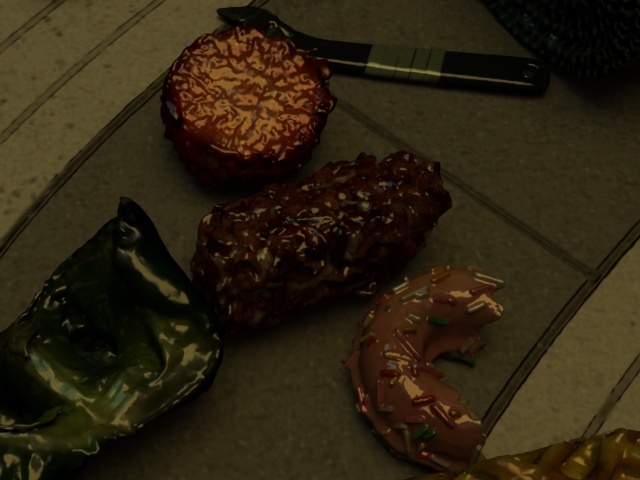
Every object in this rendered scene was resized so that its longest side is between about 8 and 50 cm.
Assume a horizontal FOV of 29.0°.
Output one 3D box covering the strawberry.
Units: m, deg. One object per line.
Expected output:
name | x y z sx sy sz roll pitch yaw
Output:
strawberry | -0.060 -0.105 1.014 0.145 0.086 0.145 1 56 -2

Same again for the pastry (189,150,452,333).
pastry | -0.001 -0.001 0.941 0.209 0.097 0.115 -22 49 -23

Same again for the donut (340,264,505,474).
donut | 0.074 0.087 0.910 0.117 0.065 0.166 5 54 -2

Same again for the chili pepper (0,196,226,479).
chili pepper | -0.192 0.108 0.857 0.264 0.116 0.148 -39 79 -26

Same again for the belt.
belt | 0.234 -0.283 1.092 0.161 0.206 0.295 -29 48 -17

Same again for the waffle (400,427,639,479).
waffle | 0.176 0.254 0.762 0.324 0.151 0.261 -8 61 -12

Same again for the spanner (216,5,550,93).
spanner | 0.048 -0.166 1.104 0.316 0.024 0.087 5 51 -1
